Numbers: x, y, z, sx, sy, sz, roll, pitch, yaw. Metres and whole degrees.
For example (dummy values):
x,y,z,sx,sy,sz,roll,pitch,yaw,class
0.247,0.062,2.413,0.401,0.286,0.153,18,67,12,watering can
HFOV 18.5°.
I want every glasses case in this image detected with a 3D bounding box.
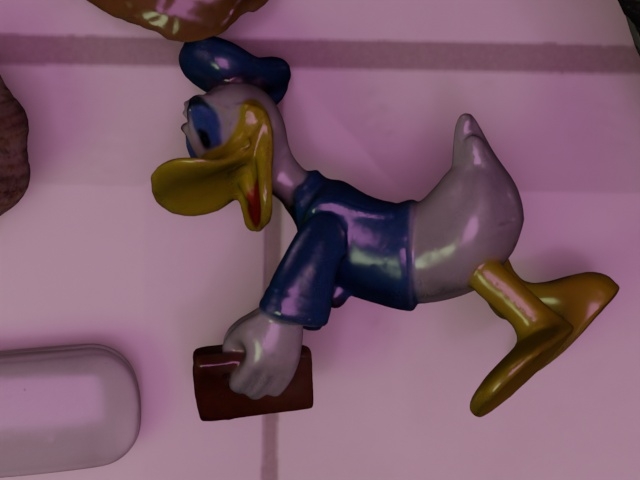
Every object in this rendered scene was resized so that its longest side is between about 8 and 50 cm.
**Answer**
x,y,z,sx,sy,sz,roll,pitch,yaw,class
-0.247,0.128,1.432,0.233,0.059,0.092,-7,95,1,glasses case

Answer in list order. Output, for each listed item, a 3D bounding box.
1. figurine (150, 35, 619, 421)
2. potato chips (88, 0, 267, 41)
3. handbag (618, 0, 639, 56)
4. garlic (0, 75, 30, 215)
x,y,z,sx,sy,sz,roll,pitch,yaw,class
0.000,0.000,1.395,0.283,0.204,0.338,-40,83,11,figurine
-0.118,-0.229,1.379,0.202,0.049,0.150,44,86,7,potato chips
0.391,-0.121,1.310,0.317,0.180,0.416,-28,113,3,handbag
-0.274,-0.072,1.390,0.159,0.102,0.147,38,109,7,garlic
